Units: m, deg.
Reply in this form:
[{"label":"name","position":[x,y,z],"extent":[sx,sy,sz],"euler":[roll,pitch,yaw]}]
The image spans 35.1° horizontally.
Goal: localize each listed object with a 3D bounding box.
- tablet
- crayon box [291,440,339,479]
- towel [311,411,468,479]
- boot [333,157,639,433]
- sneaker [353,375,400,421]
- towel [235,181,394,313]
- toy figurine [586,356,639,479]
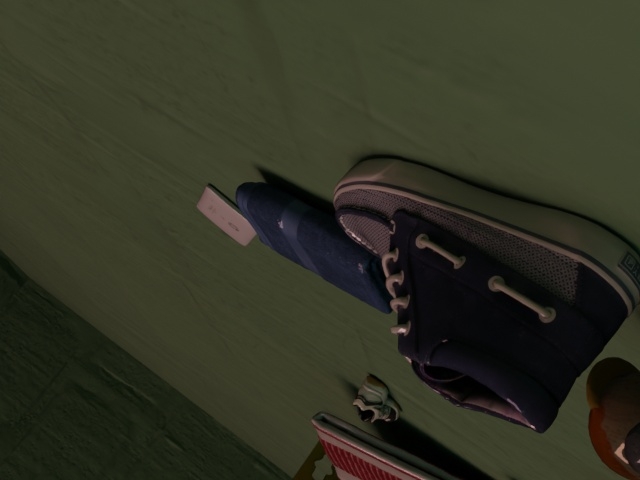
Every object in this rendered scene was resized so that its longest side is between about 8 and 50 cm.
[{"label":"tablet","position":[-0.076,-0.019,0.820],"extent":[0.054,0.006,0.083],"euler":[39,166,-4]},{"label":"crayon box","position":[0.090,0.419,1.398],"extent":[0.318,0.081,0.202],"euler":[38,-161,6]},{"label":"towel","position":[0.122,0.307,1.158],"extent":[0.237,0.037,0.329],"euler":[21,154,25]},{"label":"boot","position":[0.052,0.020,0.476],"extent":[0.190,0.086,0.069],"euler":[18,155,53]},{"label":"sneaker","position":[0.052,0.164,0.995],"extent":[0.032,0.037,0.083],"euler":[26,162,34]},{"label":"towel","position":[0.000,0.000,0.652],"extent":[0.119,0.029,0.067],"euler":[29,163,35]},{"label":"toy figurine","position":[0.166,0.170,0.408],"extent":[0.213,0.210,0.148],"euler":[44,153,-19]}]
